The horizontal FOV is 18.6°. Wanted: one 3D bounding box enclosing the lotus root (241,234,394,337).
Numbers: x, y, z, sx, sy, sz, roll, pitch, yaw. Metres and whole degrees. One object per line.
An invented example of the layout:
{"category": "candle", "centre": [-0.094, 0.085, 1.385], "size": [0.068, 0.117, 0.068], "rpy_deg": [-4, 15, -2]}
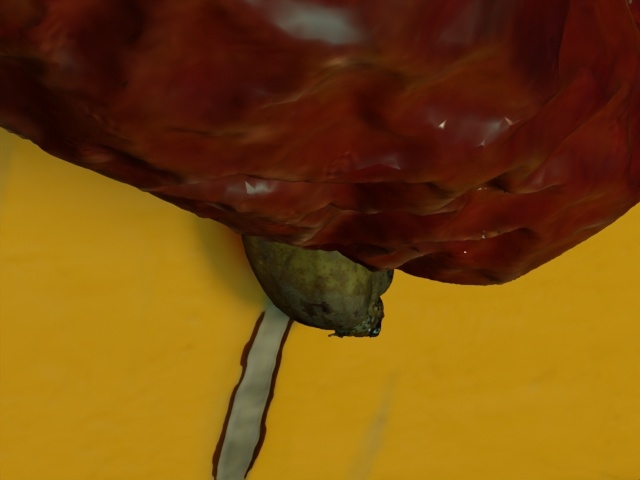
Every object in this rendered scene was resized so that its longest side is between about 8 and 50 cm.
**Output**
{"category": "lotus root", "centre": [0.000, 0.000, 0.721], "size": [0.054, 0.049, 0.099], "rpy_deg": [-51, 140, -29]}

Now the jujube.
{"category": "jujube", "centre": [0.003, -0.095, 0.560], "size": [0.216, 0.216, 0.342], "rpy_deg": [-49, 146, 5]}
